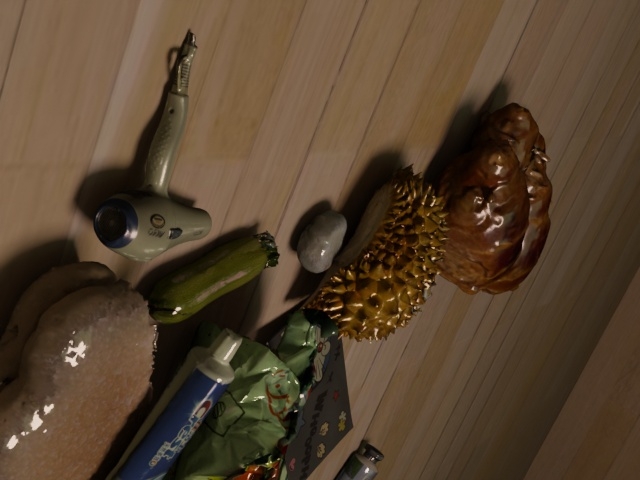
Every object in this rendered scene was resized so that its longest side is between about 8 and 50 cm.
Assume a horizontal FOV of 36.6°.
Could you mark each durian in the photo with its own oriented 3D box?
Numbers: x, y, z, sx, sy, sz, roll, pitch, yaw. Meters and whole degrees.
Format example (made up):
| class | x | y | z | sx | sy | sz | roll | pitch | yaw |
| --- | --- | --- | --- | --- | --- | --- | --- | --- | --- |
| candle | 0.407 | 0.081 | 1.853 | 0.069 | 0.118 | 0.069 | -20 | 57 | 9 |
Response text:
| class | x | y | z | sx | sy | sz | roll | pitch | yaw |
| --- | --- | --- | --- | --- | --- | --- | --- | --- | --- |
| durian | 0.093 | 0.023 | 1.241 | 0.249 | 0.138 | 0.183 | -63 | 155 | -8 |

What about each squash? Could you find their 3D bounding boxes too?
| class | x | y | z | sx | sy | sz | roll | pitch | yaw |
| --- | --- | --- | --- | --- | --- | --- | --- | --- | --- |
| squash | -0.112 | 0.037 | 1.014 | 0.183 | 0.052 | 0.052 | -32 | 144 | -44 |

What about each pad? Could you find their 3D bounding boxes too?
| class | x | y | z | sx | sy | sz | roll | pitch | yaw |
| --- | --- | --- | --- | --- | --- | --- | --- | --- | --- |
| pad | -0.009 | 0.199 | 1.305 | 0.170 | 0.006 | 0.245 | -39 | 130 | -49 |

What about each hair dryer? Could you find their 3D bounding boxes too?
| class | x | y | z | sx | sy | sz | roll | pitch | yaw |
| --- | --- | --- | --- | --- | --- | --- | --- | --- | --- |
| hair dryer | -0.130 | -0.071 | 0.890 | 0.167 | 0.067 | 0.199 | 43 | 66 | -73 |

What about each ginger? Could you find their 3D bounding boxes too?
| class | x | y | z | sx | sy | sz | roll | pitch | yaw |
| --- | --- | --- | --- | --- | --- | --- | --- | --- | --- |
| ginger | 0.263 | -0.054 | 1.441 | 0.274 | 0.152 | 0.357 | -60 | 155 | 4 |

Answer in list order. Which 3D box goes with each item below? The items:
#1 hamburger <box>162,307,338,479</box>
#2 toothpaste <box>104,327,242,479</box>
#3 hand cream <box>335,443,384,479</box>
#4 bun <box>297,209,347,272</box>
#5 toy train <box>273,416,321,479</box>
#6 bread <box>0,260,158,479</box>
| class | x | y | z | sx | sy | sz | roll | pitch | yaw |
| --- | --- | --- | --- | --- | --- | --- | --- | --- | --- |
| hamburger | -0.106 | 0.182 | 1.050 | 0.260 | 0.150 | 0.276 | -54 | -171 | 52 |
| toothpaste | -0.154 | 0.191 | 0.895 | 0.268 | 0.047 | 0.069 | -54 | 172 | 10 |
| hand cream | 0.026 | 0.479 | 1.733 | 0.256 | 0.055 | 0.088 | -56 | 162 | 2 |
| bun | 0.000 | 0.000 | 1.169 | 0.083 | 0.045 | 0.083 | -60 | 169 | -21 |
| toy train | -0.068 | 0.291 | 1.351 | 0.118 | 0.074 | 0.175 | -20 | 138 | -40 |
| bread | -0.252 | 0.176 | 0.876 | 0.183 | 0.102 | 0.337 | -29 | 144 | -41 |
